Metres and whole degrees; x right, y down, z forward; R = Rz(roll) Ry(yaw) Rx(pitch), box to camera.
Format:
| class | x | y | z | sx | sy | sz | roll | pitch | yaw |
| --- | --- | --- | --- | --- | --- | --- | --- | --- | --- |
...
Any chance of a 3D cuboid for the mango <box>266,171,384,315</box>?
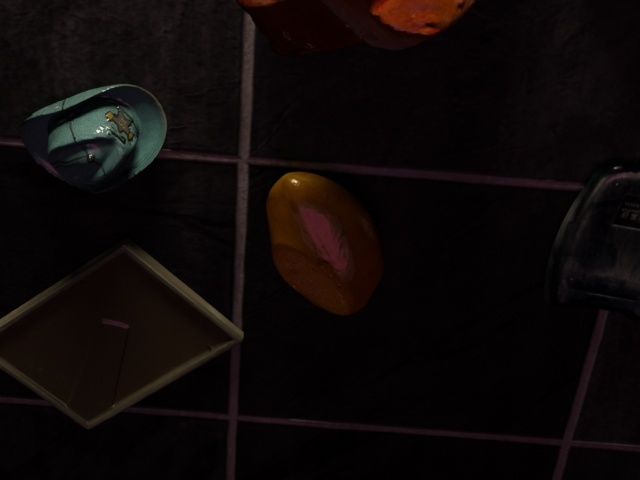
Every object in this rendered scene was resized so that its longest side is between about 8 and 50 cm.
| class | x | y | z | sx | sy | sz | roll | pitch | yaw |
| --- | --- | --- | --- | --- | --- | --- | --- | --- | --- |
| mango | 0.002 | -0.005 | 1.894 | 0.141 | 0.102 | 0.217 | 0 | 135 | 37 |

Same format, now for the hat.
| class | x | y | z | sx | sy | sz | roll | pitch | yaw |
| --- | --- | --- | --- | --- | --- | --- | --- | --- | --- |
| hat | -0.282 | -0.116 | 1.817 | 0.191 | 0.078 | 0.138 | -25 | 125 | 24 |

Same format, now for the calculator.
| class | x | y | z | sx | sy | sz | roll | pitch | yaw |
| --- | --- | --- | --- | --- | --- | --- | --- | --- | --- |
| calculator | 0.395 | 0.000 | 1.920 | 0.177 | 0.040 | 0.268 | 9 | 128 | -8 |

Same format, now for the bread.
| class | x | y | z | sx | sy | sz | roll | pitch | yaw |
| --- | --- | --- | --- | --- | --- | --- | --- | --- | --- |
| bread | 0.057 | -0.314 | 1.462 | 0.114 | 0.295 | 0.327 | 41 | 157 | -30 |

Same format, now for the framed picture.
| class | x | y | z | sx | sy | sz | roll | pitch | yaw |
| --- | --- | --- | --- | --- | --- | --- | --- | --- | --- |
| framed picture | -0.302 | 0.140 | 2.096 | 0.324 | 0.020 | 0.240 | -32 | 124 | 29 |
